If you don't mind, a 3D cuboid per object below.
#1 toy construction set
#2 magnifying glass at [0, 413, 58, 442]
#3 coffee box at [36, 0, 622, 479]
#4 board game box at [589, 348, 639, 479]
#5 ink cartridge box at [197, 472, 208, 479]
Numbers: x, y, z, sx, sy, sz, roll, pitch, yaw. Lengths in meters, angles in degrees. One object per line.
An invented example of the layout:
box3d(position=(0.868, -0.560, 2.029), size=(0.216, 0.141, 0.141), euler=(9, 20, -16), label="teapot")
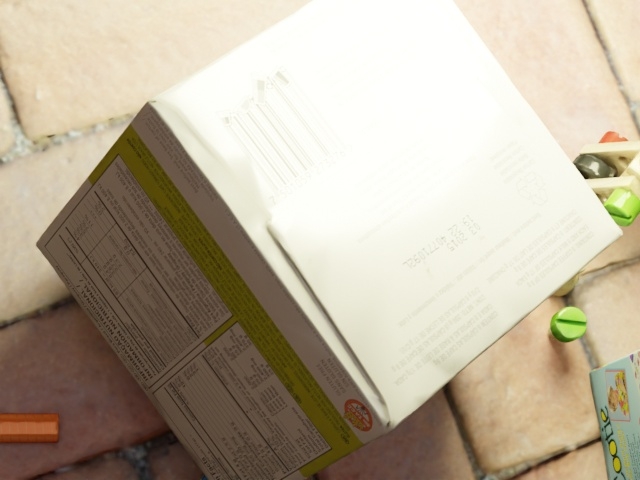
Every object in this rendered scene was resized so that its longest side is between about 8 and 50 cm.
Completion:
box3d(position=(0.353, -0.015, 1.735), size=(0.309, 0.237, 0.257), euler=(-24, 83, -14), label="toy construction set")
box3d(position=(-0.375, 0.185, 1.664), size=(0.231, 0.026, 0.092), euler=(1, 77, -9), label="magnifying glass")
box3d(position=(0.000, 0.000, 1.578), size=(0.338, 0.334, 0.338), euler=(-35, 86, -34), label="coffee box")
box3d(position=(0.390, 0.170, 1.681), size=(0.142, 0.275, 0.144), euler=(-6, 79, -12), label="board game box")
box3d(position=(-0.061, 0.334, 1.657), size=(0.203, 0.086, 0.148), euler=(32, 74, -2), label="ink cartridge box")
